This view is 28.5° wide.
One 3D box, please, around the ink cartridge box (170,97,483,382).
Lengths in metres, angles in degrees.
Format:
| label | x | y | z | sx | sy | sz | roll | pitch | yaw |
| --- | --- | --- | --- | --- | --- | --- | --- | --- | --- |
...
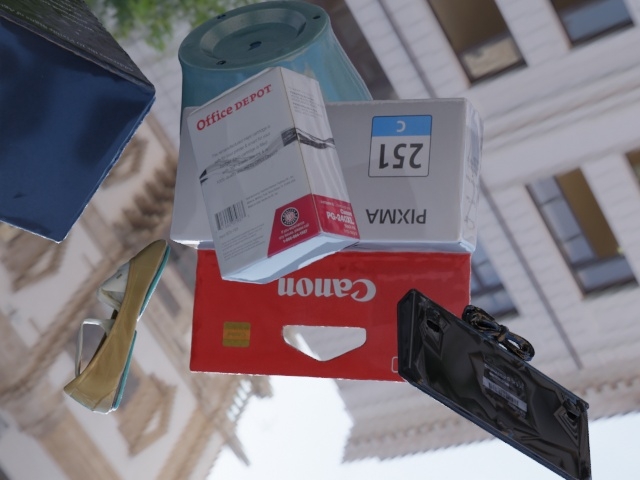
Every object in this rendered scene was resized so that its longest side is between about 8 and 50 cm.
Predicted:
| label | x | y | z | sx | sy | sz | roll | pitch | yaw |
| --- | --- | --- | --- | --- | --- | --- | --- | --- | --- |
| ink cartridge box | 0.000 | 0.000 | 1.206 | 0.296 | 0.261 | 0.066 | 0 | 170 | 22 |

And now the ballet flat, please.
| label | x | y | z | sx | sy | sz | roll | pitch | yaw |
| --- | --- | --- | --- | --- | --- | --- | --- | --- | --- |
| ballet flat | -0.245 | 0.090 | 1.510 | 0.080 | 0.073 | 0.232 | 133 | -25 | -61 |

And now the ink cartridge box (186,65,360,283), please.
| label | x | y | z | sx | sy | sz | roll | pitch | yaw |
| --- | --- | --- | --- | --- | --- | --- | --- | --- | --- |
| ink cartridge box | -0.041 | -0.053 | 1.053 | 0.109 | 0.150 | 0.063 | -24 | 160 | 32 |

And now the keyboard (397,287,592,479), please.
| label | x | y | z | sx | sy | sz | roll | pitch | yaw |
| --- | --- | --- | --- | --- | --- | --- | --- | --- | --- |
| keyboard | 0.123 | 0.098 | 0.887 | 0.023 | 0.180 | 0.108 | -37 | -149 | 36 |

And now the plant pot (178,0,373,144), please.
| label | x | y | z | sx | sy | sz | roll | pitch | yaw |
| --- | --- | --- | --- | --- | --- | --- | --- | --- | --- |
| plant pot | -0.052 | -0.138 | 1.518 | 0.271 | 0.255 | 0.272 | -10 | -146 | 7 |

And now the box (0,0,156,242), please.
| label | x | y | z | sx | sy | sz | roll | pitch | yaw |
| --- | --- | --- | --- | --- | --- | --- | --- | --- | --- |
| box | -0.574 | -0.296 | 1.867 | 0.297 | 0.480 | 0.472 | -56 | -138 | 12 |
